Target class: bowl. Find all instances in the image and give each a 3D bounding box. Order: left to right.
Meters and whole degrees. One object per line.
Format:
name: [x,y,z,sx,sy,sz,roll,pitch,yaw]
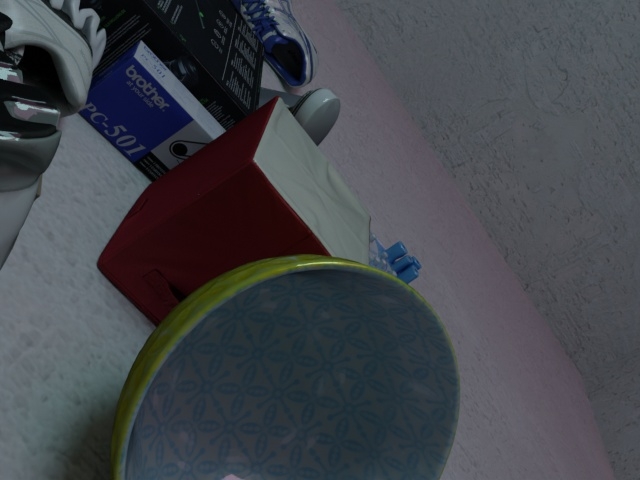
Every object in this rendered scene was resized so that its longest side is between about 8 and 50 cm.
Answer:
bowl: [-0.043,0.135,0.593,0.289,0.289,0.156,47,-9,-30]

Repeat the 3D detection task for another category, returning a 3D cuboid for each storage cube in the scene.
storage cube: [-0.076,-0.005,0.741,0.184,0.193,0.215,51,22,-20]

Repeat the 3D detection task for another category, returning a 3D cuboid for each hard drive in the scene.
hard drive: [-0.084,-0.232,1.216,0.094,0.022,0.135,13,25,3]

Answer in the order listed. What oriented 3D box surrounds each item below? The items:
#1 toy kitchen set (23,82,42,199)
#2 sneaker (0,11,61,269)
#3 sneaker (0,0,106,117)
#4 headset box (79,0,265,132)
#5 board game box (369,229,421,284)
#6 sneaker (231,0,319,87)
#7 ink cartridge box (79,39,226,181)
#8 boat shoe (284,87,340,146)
toy kitchen set: [-0.263,-0.084,0.588,0.083,0.068,0.075,38,28,-44]
sneaker: [-0.255,-0.072,0.435,0.122,0.146,0.330,8,27,-34]
sneaker: [-0.312,-0.217,0.626,0.292,0.110,0.118,35,39,-47]
headset box: [-0.209,-0.265,0.884,0.283,0.131,0.246,46,24,-31]
board game box: [0.028,0.000,1.137,0.390,0.050,0.390,49,23,-14]
sneaker: [-0.098,-0.445,1.436,0.296,0.112,0.131,50,22,-22]
ink cartridge box: [-0.170,-0.117,0.815,0.207,0.097,0.046,47,24,-31]
boat shoe: [-0.048,-0.124,0.862,0.077,0.219,0.070,-34,82,-33]
